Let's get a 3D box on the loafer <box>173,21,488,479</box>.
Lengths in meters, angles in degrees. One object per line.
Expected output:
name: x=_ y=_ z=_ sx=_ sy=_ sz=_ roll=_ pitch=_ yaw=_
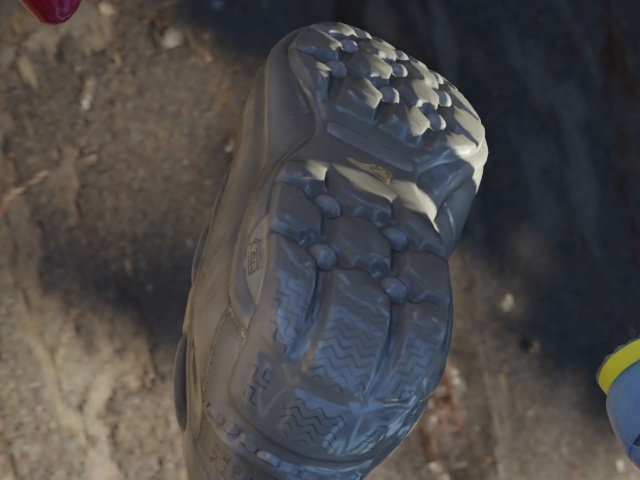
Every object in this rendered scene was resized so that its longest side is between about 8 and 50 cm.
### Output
loafer: x=0.000 y=0.000 z=0.658 sx=0.112 sy=0.111 sz=0.319 roll=29 pitch=26 yaw=-4

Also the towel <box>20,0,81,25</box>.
towel: x=-0.086 y=-0.214 z=0.363 sx=0.275 sy=0.031 sz=0.199 roll=60 pitch=41 yaw=-35

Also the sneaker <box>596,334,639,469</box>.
sneaker: x=0.247 y=0.064 z=0.813 sx=0.069 sy=0.209 sz=0.082 roll=71 pitch=-3 yaw=-51
